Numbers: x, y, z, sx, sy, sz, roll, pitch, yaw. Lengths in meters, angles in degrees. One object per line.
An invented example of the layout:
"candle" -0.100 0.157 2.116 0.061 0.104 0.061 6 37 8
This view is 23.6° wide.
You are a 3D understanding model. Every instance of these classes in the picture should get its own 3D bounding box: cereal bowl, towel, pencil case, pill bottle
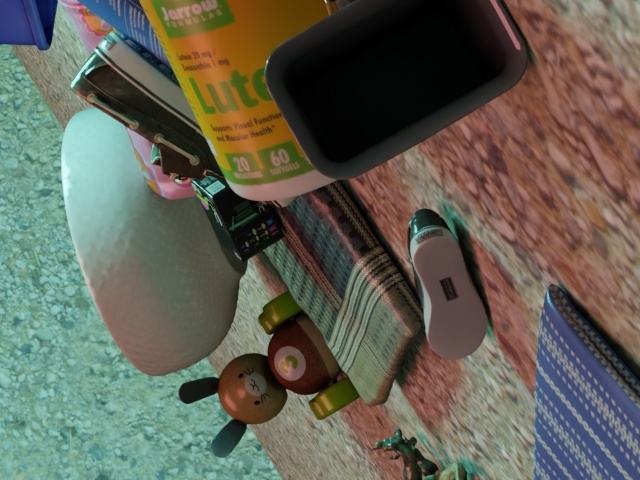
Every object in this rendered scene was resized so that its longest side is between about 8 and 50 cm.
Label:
"cereal bowl" -0.182 -0.014 1.865 0.339 0.141 0.339 -17 -90 -79
"towel" 0.220 0.216 1.036 0.243 0.040 0.336 52 158 41
"towel" 0.000 0.000 1.514 0.312 0.056 0.324 55 166 12
"pencil case" -0.178 -0.181 1.640 0.124 0.124 0.284 46 162 52
"pill bottle" -0.049 -0.163 1.057 0.245 0.136 0.136 65 168 -23

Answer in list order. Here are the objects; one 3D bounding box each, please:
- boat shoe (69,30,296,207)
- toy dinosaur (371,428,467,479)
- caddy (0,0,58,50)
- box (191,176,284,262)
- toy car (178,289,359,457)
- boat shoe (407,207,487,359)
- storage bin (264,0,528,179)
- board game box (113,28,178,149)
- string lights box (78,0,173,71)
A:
"boat shoe" -0.118 -0.089 1.339 0.219 0.070 0.078 38 -176 -15
"toy dinosaur" 0.113 0.253 1.604 0.118 0.064 0.268 48 163 21
"caddy" -0.380 -0.372 1.858 0.341 0.179 0.241 103 166 -74
"box" -0.082 -0.032 1.498 0.062 0.052 0.083 39 158 54
"toy car" -0.074 0.176 1.882 0.155 0.188 0.149 59 169 6
"boat shoe" 0.096 0.034 1.171 0.040 0.049 0.142 -104 -2 -46
"storage bin" 0.038 -0.099 0.882 0.098 0.135 0.091 60 178 1
"board game box" -0.143 -0.170 1.446 0.194 0.060 0.194 -100 -6 -63
"string lights box" -0.142 -0.211 1.251 0.260 0.076 0.133 37 171 0
